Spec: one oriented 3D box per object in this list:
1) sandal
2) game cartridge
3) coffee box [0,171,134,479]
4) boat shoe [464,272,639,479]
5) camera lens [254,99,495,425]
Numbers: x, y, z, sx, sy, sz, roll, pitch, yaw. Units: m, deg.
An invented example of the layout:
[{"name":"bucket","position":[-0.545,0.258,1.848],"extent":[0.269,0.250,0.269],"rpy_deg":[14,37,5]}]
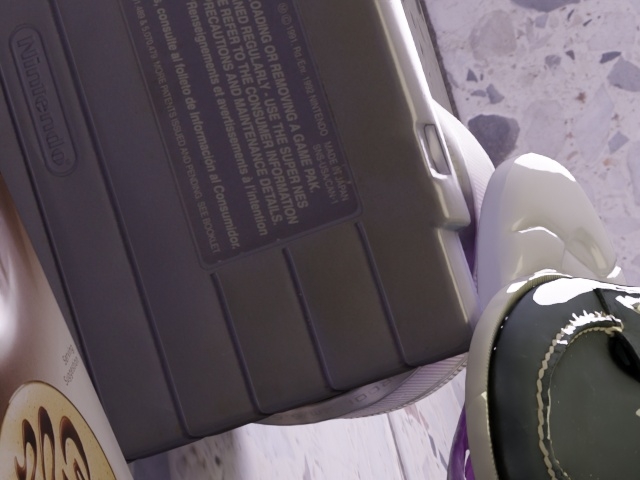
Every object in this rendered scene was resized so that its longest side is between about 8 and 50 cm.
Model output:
[{"name":"sandal","position":[0.116,0.155,1.032],"extent":[0.169,0.102,0.416],"rpy_deg":[19,60,-58]},{"name":"game cartridge","position":[-0.071,-0.085,0.934],"extent":[0.068,0.230,0.355],"rpy_deg":[13,59,-78]},{"name":"coffee box","position":[-0.128,0.111,0.600],"extent":[0.168,0.119,0.297],"rpy_deg":[-72,142,-72]},{"name":"boat shoe","position":[0.167,0.069,0.944],"extent":[0.319,0.099,0.116],"rpy_deg":[-2,87,-60]},{"name":"camera lens","position":[0.000,0.000,1.172],"extent":[0.274,0.219,0.219],"rpy_deg":[17,55,-77]}]
